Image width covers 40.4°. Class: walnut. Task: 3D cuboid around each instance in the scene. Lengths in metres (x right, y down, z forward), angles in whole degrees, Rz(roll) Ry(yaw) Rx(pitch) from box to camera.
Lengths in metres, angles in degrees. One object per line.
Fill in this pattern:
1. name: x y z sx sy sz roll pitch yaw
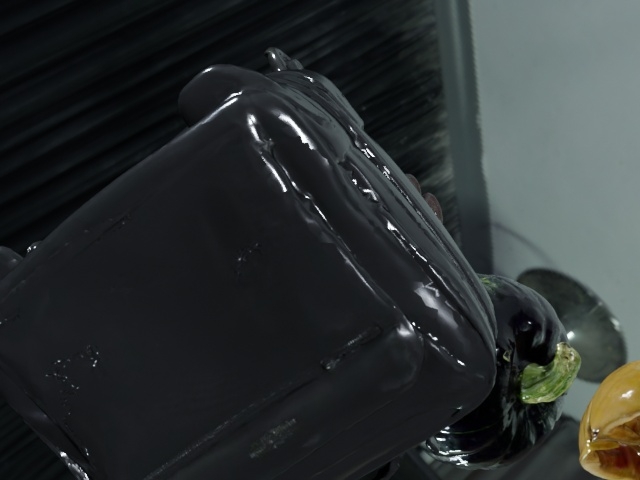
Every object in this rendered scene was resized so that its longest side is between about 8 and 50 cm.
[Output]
1. walnut: 0.329 0.160 0.807 0.167 0.211 0.087 123 153 -42

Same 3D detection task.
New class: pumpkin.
1. pumpkin: 0.253 0.197 1.261 0.296 0.296 0.296 40 151 28

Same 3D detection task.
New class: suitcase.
1. suitcase: -0.062 0.069 0.693 0.339 0.345 0.188 52 -165 -7

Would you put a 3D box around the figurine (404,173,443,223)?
1. figurine: 0.000 0.000 1.285 0.370 0.167 0.281 -18 139 36
